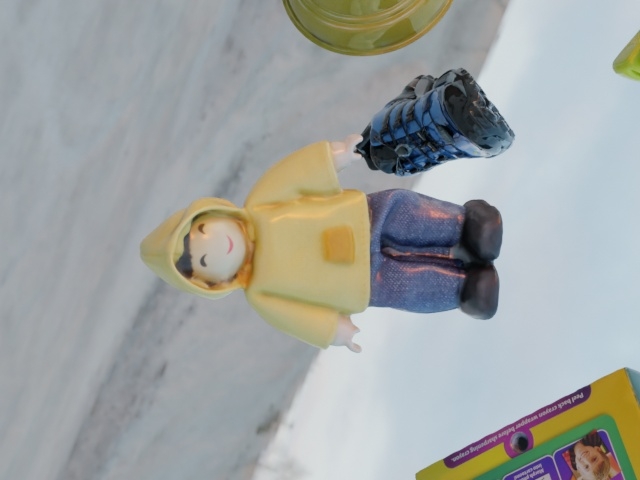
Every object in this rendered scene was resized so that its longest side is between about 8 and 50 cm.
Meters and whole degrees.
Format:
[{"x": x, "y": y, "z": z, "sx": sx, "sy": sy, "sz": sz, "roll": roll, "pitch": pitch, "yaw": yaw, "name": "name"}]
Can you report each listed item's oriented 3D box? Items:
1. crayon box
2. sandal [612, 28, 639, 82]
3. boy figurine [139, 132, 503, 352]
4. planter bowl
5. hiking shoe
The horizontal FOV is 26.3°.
[{"x": 0.333, "y": 0.392, "z": 1.845, "sx": 0.363, "sy": 0.106, "sz": 0.313, "roll": -32, "pitch": -122, "yaw": 28, "name": "crayon box"}, {"x": 0.435, "y": -0.207, "z": 1.357, "sx": 0.126, "sy": 0.138, "sz": 0.317, "roll": -50, "pitch": -173, "yaw": -23, "name": "sandal"}, {"x": 0.000, "y": 0.000, "z": 1.102, "sx": 0.092, "sy": 0.285, "sz": 0.177, "roll": -156, "pitch": -108, "yaw": -75, "name": "boy figurine"}, {"x": 0.048, "y": -0.327, "z": 1.560, "sx": 0.090, "sy": 0.217, "sz": 0.217, "roll": 55, "pitch": 52, "yaw": -67, "name": "planter bowl"}, {"x": 0.127, "y": -0.115, "z": 1.562, "sx": 0.132, "sy": 0.113, "sz": 0.304, "roll": -40, "pitch": -172, "yaw": -5, "name": "hiking shoe"}]
